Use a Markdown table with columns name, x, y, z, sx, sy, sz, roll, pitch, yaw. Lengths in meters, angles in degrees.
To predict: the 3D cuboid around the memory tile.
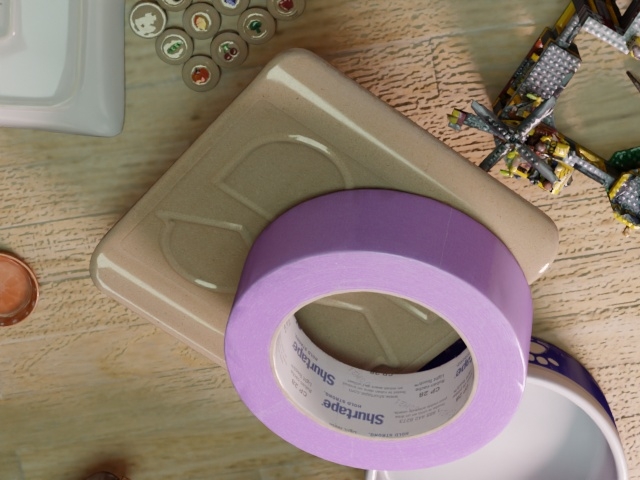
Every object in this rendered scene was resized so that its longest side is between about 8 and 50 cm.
| name | x | y | z | sx | sy | sz | roll | pitch | yaw |
| --- | --- | --- | --- | --- | --- | --- | --- | --- | --- |
| memory tile | -0.099 | -0.219 | 1.737 | 0.148 | 0.012 | 0.113 | -38 | 107 | 16 |

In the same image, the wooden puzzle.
| name | x | y | z | sx | sy | sz | roll | pitch | yaw |
| --- | --- | --- | --- | --- | --- | --- | --- | --- | --- |
| wooden puzzle | 0.000 | 0.000 | 1.722 | 0.322 | 0.080 | 0.348 | 33 | 128 | -17 |

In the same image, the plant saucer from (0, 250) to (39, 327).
| name | x | y | z | sx | sy | sz | roll | pitch | yaw |
| --- | --- | --- | --- | --- | --- | --- | --- | --- | --- |
| plant saucer | -0.327 | 0.049 | 1.855 | 0.083 | 0.013 | 0.083 | 0 | 114 | 1 |

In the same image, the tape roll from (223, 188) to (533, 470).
| name | x | y | z | sx | sy | sz | roll | pitch | yaw |
| --- | --- | --- | --- | --- | --- | --- | --- | --- | --- |
| tape roll | 0.054 | 0.086 | 1.672 | 0.275 | 0.090 | 0.274 | 6 | 130 | 7 |

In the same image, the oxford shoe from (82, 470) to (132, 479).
| name | x | y | z | sx | sy | sz | roll | pitch | yaw |
| --- | --- | --- | --- | --- | --- | --- | --- | --- | --- |
| oxford shoe | -0.349 | 0.344 | 1.923 | 0.364 | 0.130 | 0.133 | -40 | 100 | 16 |

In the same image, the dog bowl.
| name | x | y | z | sx | sy | sz | roll | pitch | yaw |
| --- | --- | --- | --- | --- | --- | --- | --- | --- | --- |
| dog bowl | 0.176 | 0.230 | 1.871 | 0.265 | 0.104 | 0.265 | 0 | 113 | 1 |

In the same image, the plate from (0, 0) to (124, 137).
| name | x | y | z | sx | sy | sz | roll | pitch | yaw |
| --- | --- | --- | --- | --- | --- | --- | --- | --- | --- |
| plate | -0.322 | -0.230 | 1.721 | 0.277 | 0.045 | 0.278 | 5 | 113 | 0 |

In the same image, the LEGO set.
| name | x | y | z | sx | sy | sz | roll | pitch | yaw |
| --- | --- | --- | --- | --- | --- | --- | --- | --- | --- |
| LEGO set | 0.298 | -0.144 | 1.661 | 0.255 | 0.192 | 0.331 | 37 | 109 | -13 |
